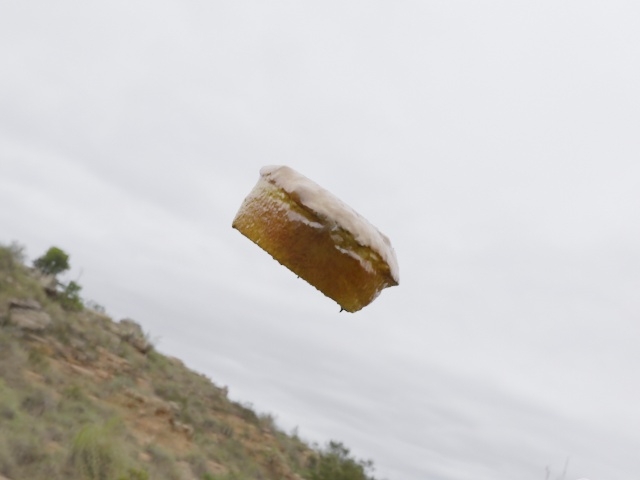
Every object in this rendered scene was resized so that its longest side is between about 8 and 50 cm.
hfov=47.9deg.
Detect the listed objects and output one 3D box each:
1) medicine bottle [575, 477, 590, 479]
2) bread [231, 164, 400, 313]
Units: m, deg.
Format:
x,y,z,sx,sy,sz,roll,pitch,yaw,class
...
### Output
x,y,z,sx,sy,sz,roll,pitch,yaw,class
0.496,0.531,1.404,0.078,0.115,0.219,40,-51,-13,medicine bottle
-0.004,-0.004,0.986,0.260,0.129,0.134,36,-4,5,bread
